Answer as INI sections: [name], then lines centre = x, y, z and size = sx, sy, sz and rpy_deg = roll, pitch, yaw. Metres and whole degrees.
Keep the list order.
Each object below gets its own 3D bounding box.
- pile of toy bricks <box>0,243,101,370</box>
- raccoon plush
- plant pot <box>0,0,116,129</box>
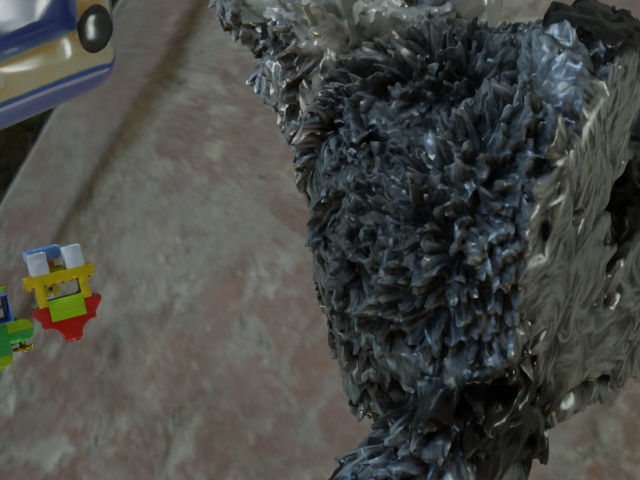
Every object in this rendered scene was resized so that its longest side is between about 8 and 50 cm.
[pile of toy bricks]
centre = -0.302, 0.075, 1.368
size = 0.212, 0.118, 0.105
rpy_deg = -14, 96, -17
[raccoon plush]
centre = 0.000, 0.000, 0.839
size = 0.446, 0.299, 0.216
rpy_deg = -48, 138, -29
[plant pot]
centre = -0.215, -0.139, 0.598
size = 0.236, 0.212, 0.236
rpy_deg = -28, 123, -44
